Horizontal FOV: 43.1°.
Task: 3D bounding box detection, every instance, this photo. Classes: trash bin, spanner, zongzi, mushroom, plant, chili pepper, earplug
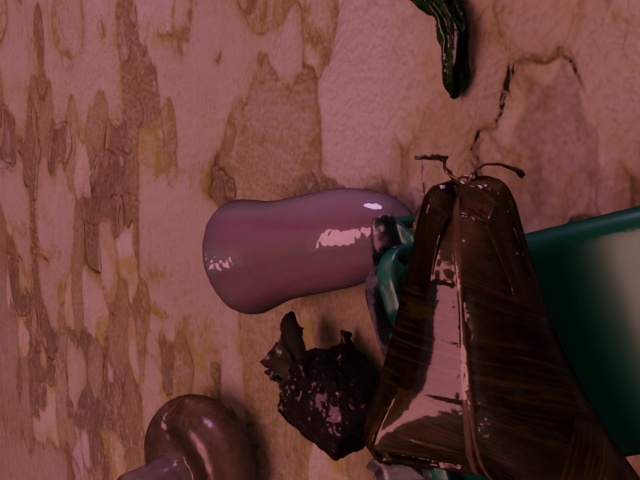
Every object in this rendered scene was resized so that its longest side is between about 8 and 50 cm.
[{"bbox_3d":[0.255,0.065,0.755,0.381,0.259,0.295,-22,80,41],"label":"trash bin"},{"bbox_3d":[0.159,0.297,1.062,0.302,0.017,0.071,-27,75,47],"label":"spanner"},{"bbox_3d":[0.171,0.074,0.616,0.241,0.111,0.248,14,96,19],"label":"zongzi"},{"bbox_3d":[-0.236,0.386,1.369,0.243,0.243,0.244,11,104,47],"label":"mushroom"},{"bbox_3d":[0.002,0.201,1.137,0.203,0.131,0.142,45,129,22],"label":"plant"},{"bbox_3d":[0.141,-0.262,0.964,0.073,0.050,0.182,-31,76,39],"label":"chili pepper"},{"bbox_3d":[0.000,0.000,1.098,0.301,0.172,0.172,-13,87,42],"label":"earplug"}]
